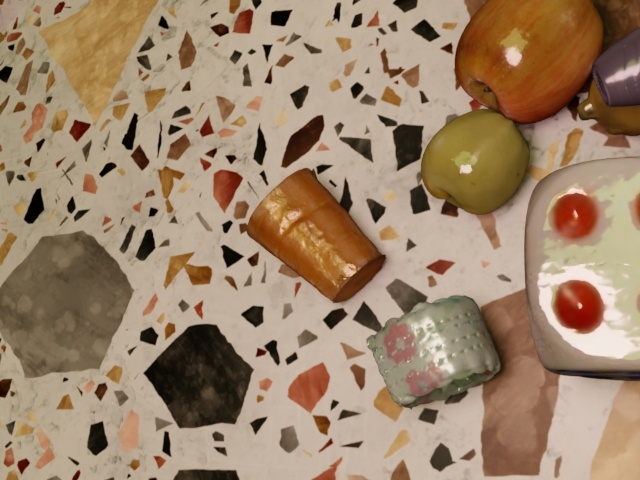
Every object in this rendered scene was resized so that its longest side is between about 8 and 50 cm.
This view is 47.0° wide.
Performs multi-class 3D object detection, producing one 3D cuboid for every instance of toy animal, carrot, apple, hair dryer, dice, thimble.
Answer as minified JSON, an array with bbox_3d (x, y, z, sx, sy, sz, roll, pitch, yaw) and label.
[{"bbox_3d":[0.578,-0.262,1.241,0.281,0.169,0.195,-19,91,22],"label":"toy animal"},{"bbox_3d":[0.000,0.000,1.486,0.254,0.196,0.196,44,99,18],"label":"carrot"},{"bbox_3d":[0.283,-0.140,1.352,0.200,0.200,0.200,-7,74,25],"label":"apple"},{"bbox_3d":[0.608,-0.196,1.138,0.301,0.361,0.121,-21,32,13],"label":"hair dryer"},{"bbox_3d":[0.479,0.056,1.128,0.277,0.304,0.304,-3,76,26],"label":"dice"},{"bbox_3d":[0.380,-0.349,1.342,0.241,0.242,0.242,-45,61,-2],"label":"apple"},{"bbox_3d":[0.197,0.199,1.298,0.211,0.185,0.149,-18,69,-4],"label":"thimble"}]
